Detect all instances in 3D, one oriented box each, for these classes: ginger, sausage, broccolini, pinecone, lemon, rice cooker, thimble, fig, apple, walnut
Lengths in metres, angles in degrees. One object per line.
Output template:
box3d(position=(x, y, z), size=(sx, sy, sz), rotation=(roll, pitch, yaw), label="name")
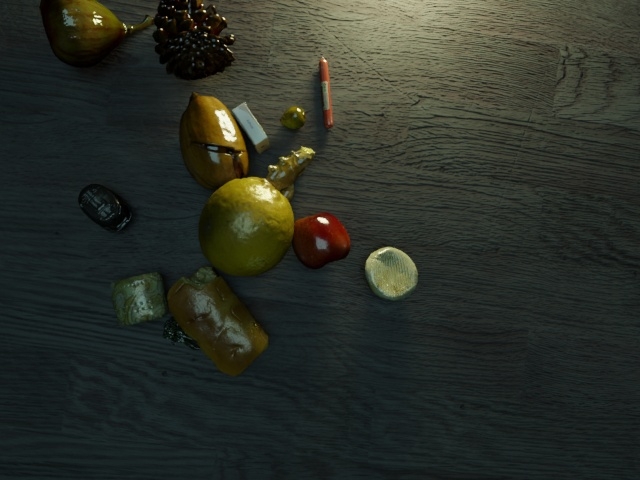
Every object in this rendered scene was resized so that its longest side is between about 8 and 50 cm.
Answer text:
box3d(position=(-0.109, -0.228, 1.418), size=(0.115, 0.081, 0.205), rotation=(29, 88, -9), label="ginger")
box3d(position=(0.019, -0.490, 1.456), size=(0.034, 0.034, 0.253), rotation=(-6, 88, -3), label="sausage")
box3d(position=(-0.409, 0.310, 1.396), size=(0.203, 0.068, 0.091), rotation=(23, 68, -3), label="broccolini")
box3d(position=(-0.398, -0.645, 1.341), size=(0.246, 0.246, 0.292), rotation=(-22, 75, -4), label="pinecone")
box3d(position=(-0.219, -0.037, 1.304), size=(0.297, 0.297, 0.297), rotation=(0, 88, -3), label="lemon")
box3d(position=(-0.681, -0.105, 1.374), size=(0.165, 0.106, 0.112), rotation=(41, 83, 9), label="rice cooker")
box3d(position=(-0.573, 0.182, 1.355), size=(0.190, 0.137, 0.143), rotation=(-12, 90, 20), label="thimble")
box3d(position=(-0.681, -0.667, 1.359), size=(0.321, 0.217, 0.217), rotation=(-18, 89, -24), label="fig")
box3d(position=(0.000, 0.000, 1.372), size=(0.181, 0.181, 0.168), rotation=(-16, 87, -3), label="apple")
box3d(position=(-0.343, -0.317, 1.354), size=(0.209, 0.209, 0.336), rotation=(-23, 83, -4), label="walnut")
box3d(position=(-0.092, -0.401, 1.431), size=(0.088, 0.074, 0.074), rotation=(-14, 89, 14), label="fig")

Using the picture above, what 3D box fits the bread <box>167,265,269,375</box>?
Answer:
box3d(position=(-0.321, 0.247, 1.354), size=(0.195, 0.149, 0.344), rotation=(-41, 91, -10), label="bread")

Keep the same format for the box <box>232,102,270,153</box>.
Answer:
box3d(position=(-0.220, -0.355, 1.391), size=(0.051, 0.129, 0.130), rotation=(-35, 91, -4), label="box")

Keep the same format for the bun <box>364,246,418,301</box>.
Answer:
box3d(position=(0.221, 0.116, 1.417), size=(0.183, 0.102, 0.183), rotation=(4, 72, -11), label="bun")
